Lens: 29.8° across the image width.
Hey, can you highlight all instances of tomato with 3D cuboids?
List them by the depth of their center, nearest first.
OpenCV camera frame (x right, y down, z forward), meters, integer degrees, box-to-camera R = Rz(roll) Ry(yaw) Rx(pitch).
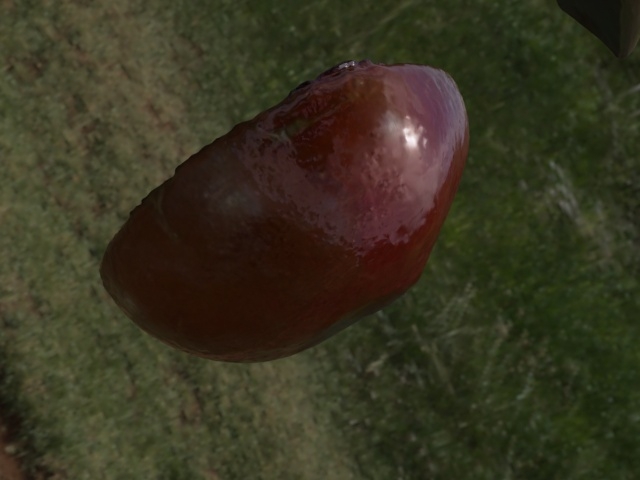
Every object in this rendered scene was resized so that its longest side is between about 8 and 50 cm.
[{"bbox_3d":[0.000,0.000,0.460,0.069,0.156,0.156,60,27,11],"label":"tomato"}]

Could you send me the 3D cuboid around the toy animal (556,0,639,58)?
[{"bbox_3d":[0.129,-0.131,0.299,0.089,0.179,0.188,57,-16,-10],"label":"toy animal"}]
